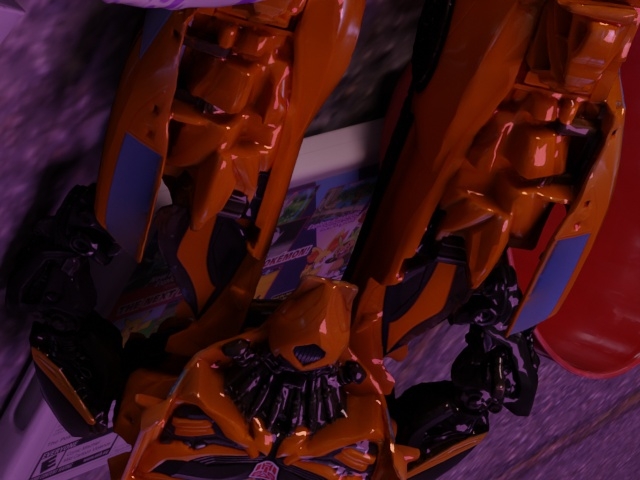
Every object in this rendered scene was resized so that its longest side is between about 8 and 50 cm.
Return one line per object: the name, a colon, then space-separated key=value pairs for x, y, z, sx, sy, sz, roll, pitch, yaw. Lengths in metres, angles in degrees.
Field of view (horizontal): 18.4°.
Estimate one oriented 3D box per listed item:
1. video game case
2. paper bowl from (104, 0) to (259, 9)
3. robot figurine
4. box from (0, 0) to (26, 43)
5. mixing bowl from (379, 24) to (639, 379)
video game case: x=-0.047 y=0.027 z=0.882 sx=0.201 sy=0.023 sz=0.183 roll=-17 pitch=147 yaw=-48
paper bowl: x=0.003 y=-0.192 z=0.365 sx=0.284 sy=0.148 sz=0.284 roll=-38 pitch=159 yaw=-17
robot figurine: x=0.000 y=0.000 z=0.711 sx=0.085 sy=0.211 sz=0.291 roll=-90 pitch=-165 yaw=-51
box: x=-0.183 y=-0.012 z=0.531 sx=0.186 sy=0.038 sz=0.145 roll=-50 pitch=159 yaw=15
mixing bowl: x=0.089 y=-0.036 z=0.858 sx=0.181 sy=0.098 sz=0.181 roll=-11 pitch=104 yaw=-52
